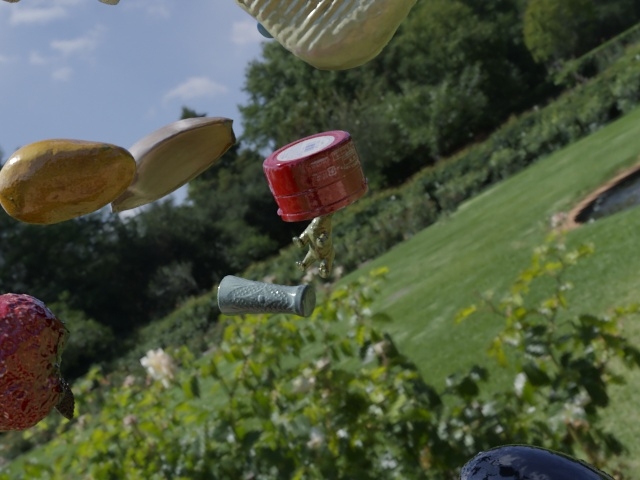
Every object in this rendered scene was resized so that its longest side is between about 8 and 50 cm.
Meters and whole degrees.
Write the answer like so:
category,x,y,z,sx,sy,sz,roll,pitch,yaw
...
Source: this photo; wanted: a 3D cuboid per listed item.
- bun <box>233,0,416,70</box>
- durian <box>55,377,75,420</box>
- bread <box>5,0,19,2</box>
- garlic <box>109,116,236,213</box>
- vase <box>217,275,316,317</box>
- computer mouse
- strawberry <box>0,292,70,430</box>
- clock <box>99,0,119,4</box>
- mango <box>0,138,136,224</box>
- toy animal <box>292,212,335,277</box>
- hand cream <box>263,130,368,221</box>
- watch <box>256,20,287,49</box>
category,x,y,z,sx,sy,sz,roll,pitch,yaw
bun,0.017,-0.464,1.484,0.361,0.361,0.213,-29,5,26
durian,-0.570,0.336,1.964,0.052,0.130,0.066,-31,-29,-16
bread,-0.638,-0.556,1.659,0.039,0.250,0.182,-155,83,-75
garlic,-0.322,-0.175,1.895,0.318,0.112,0.143,-28,-42,-2
vase,-0.120,0.133,2.063,0.219,0.096,0.096,2,15,26
computer mouse,0.353,0.390,1.312,0.323,0.116,0.183,19,31,32
strawberry,-0.611,0.216,1.628,0.276,0.257,0.257,16,-33,-40
clock,-0.360,-0.526,1.616,0.176,0.117,0.080,-39,-21,26
mango,-0.396,-0.096,1.394,0.227,0.147,0.109,-17,45,11
toy animal,0.000,0.000,2.217,0.101,0.103,0.219,-48,-28,-27
hand cream,-0.011,-0.151,2.070,0.230,0.149,0.230,-16,18,5
watch,-0.015,-0.490,1.843,0.210,0.193,0.211,5,-22,2
